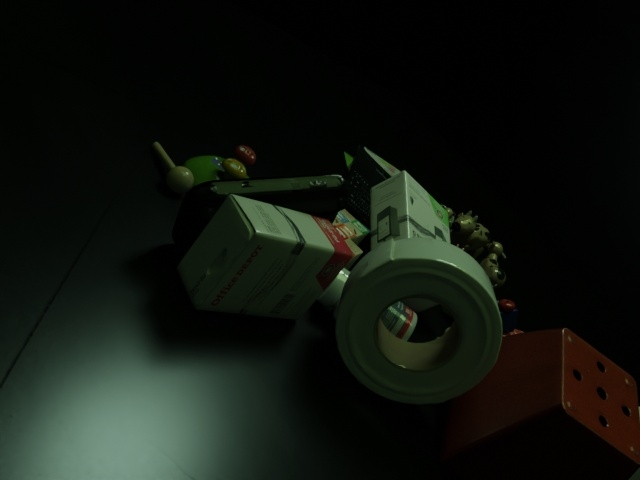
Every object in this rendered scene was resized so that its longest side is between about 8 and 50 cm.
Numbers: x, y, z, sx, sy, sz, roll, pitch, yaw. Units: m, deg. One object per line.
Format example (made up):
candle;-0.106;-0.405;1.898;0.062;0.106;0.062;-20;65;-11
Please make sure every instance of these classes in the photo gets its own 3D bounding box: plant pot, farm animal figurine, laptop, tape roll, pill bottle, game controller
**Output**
plant pot;0.404;0.311;1.155;0.267;0.236;0.267;36;42;-11
farm animal figurine;0.457;0.004;2.035;0.330;0.172;0.326;45;22;13
laptop;0.168;-0.076;1.701;0.136;0.265;0.234;7;-19;37
tape roll;0.169;0.141;1.149;0.286;0.286;0.100;37;22;-6
pill bottle;0.087;0.133;1.270;0.180;0.108;0.108;37;22;-7
game controller;-0.097;-0.048;1.146;0.319;0.166;0.067;-6;64;-32

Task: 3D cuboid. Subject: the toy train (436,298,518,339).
toy train;0.352;0.189;1.630;0.247;0.105;0.143;-5;22;-25

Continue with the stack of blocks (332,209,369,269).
stack of blocks;0.000;0.000;1.418;0.171;0.087;0.297;45;22;12

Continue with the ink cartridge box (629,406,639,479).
ink cartridge box;0.664;0.479;1.442;0.232;0.168;0.171;18;30;-43

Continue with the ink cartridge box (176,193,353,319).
ink cartridge box;-0.090;0.035;1.088;0.237;0.172;0.100;13;33;-48

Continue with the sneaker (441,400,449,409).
sneaker;0.316;0.339;1.286;0.188;0.071;0.066;40;21;3

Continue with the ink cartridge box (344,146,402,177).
ink cartridge box;0.185;-0.226;2.150;0.188;0.097;0.255;30;24;-22

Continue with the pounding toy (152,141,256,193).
pounding toy;-0.205;-0.146;1.344;0.236;0.110;0.183;22;27;-39

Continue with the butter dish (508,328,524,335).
butter dish;0.519;0.282;1.665;0.159;0.118;0.160;27;24;-30

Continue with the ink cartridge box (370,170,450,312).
ink cartridge box;0.218;0.003;1.575;0.198;0.114;0.273;38;40;-35
